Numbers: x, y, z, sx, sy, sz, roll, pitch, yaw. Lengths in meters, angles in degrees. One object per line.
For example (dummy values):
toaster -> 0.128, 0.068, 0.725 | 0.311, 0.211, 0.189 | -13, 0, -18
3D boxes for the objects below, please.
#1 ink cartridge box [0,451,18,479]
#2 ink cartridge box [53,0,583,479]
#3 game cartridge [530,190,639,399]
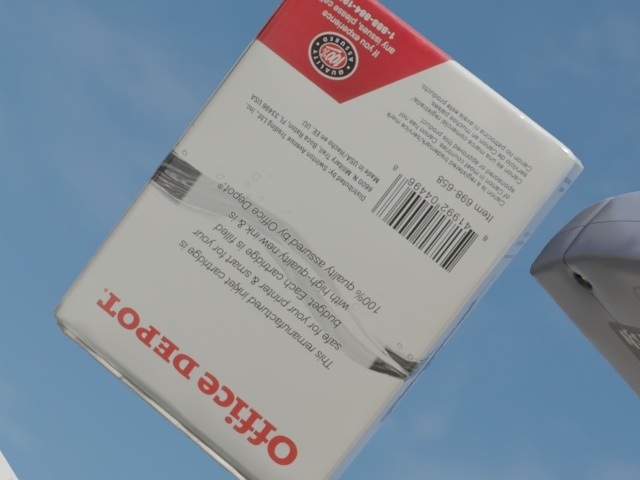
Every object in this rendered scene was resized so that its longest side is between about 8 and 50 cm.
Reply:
ink cartridge box -> -0.373, 0.191, 1.704 | 0.160, 0.092, 0.219 | -8, -61, 39
ink cartridge box -> 0.000, 0.000, 1.180 | 0.197, 0.273, 0.114 | 39, 5, 9
game cartridge -> 0.231, 0.059, 0.959 | 0.198, 0.062, 0.297 | 52, -15, -19
